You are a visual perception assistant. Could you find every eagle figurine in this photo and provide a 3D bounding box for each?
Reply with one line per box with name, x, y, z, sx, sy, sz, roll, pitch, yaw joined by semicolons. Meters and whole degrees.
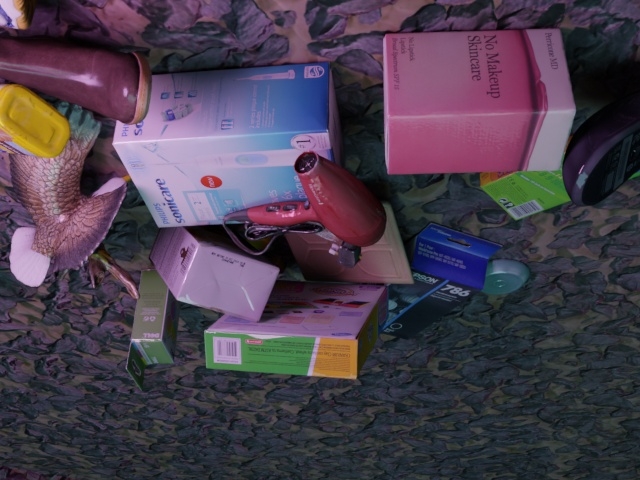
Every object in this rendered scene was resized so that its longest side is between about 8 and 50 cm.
eagle figurine;-0.382;-0.049;1.308;0.226;0.225;0.298;14;158;3

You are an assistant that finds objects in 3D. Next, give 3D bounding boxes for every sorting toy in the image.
sorting toy;0.000;0.000;1.484;0.307;0.041;0.229;1;141;22

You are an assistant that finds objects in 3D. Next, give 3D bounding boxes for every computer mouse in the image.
computer mouse;0.414;-0.142;1.139;0.272;0.072;0.188;-31;143;-22

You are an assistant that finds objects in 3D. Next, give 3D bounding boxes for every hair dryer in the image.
hair dryer;-0.020;-0.029;1.179;0.223;0.080;0.293;6;151;-9

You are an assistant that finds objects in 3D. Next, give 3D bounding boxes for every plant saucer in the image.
plant saucer;0.345;0.075;1.622;0.119;0.021;0.119;1;148;1

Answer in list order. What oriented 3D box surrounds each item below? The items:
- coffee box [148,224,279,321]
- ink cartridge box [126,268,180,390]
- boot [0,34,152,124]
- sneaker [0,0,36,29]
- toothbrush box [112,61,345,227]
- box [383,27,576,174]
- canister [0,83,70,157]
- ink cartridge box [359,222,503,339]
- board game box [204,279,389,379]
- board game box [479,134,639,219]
coffee box;-0.181;0.037;1.383;0.141;0.098;0.246;20;-174;-24
ink cartridge box;-0.317;0.172;1.622;0.062;0.209;0.109;-1;148;4
boot;-0.332;-0.201;1.017;0.207;0.248;0.090;1;108;-33
sneaker;-0.386;-0.344;0.902;0.131;0.112;0.296;7;147;-9
toothbrush box;-0.119;-0.131;1.215;0.295;0.126;0.216;-1;149;7
box;0.199;-0.181;1.102;0.232;0.149;0.127;-2;147;3
canister;-0.442;-0.167;1.157;0.170;0.073;0.126;9;160;36
ink cartridge box;0.187;0.089;1.613;0.165;0.065;0.333;16;144;-21
board game box;-0.026;0.139;1.409;0.242;0.064;0.316;2;-168;14
board game box;0.392;-0.111;1.313;0.259;0.039;0.124;-20;143;33
